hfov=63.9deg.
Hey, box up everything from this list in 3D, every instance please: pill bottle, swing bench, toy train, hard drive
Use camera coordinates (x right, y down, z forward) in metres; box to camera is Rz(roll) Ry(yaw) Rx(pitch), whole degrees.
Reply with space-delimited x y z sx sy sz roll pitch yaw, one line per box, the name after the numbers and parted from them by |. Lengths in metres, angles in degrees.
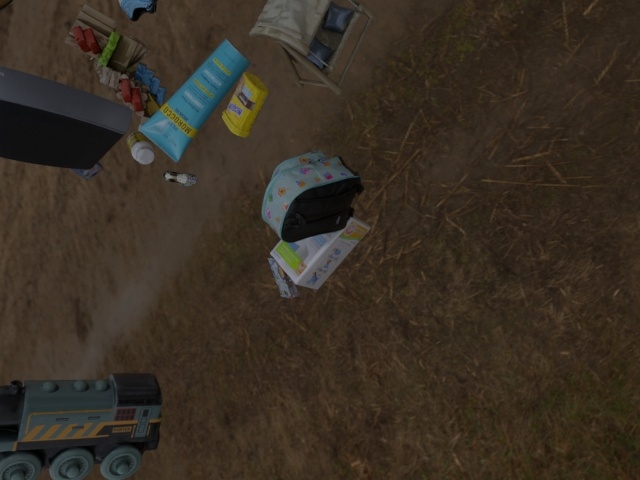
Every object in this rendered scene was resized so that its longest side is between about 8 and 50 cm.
-0.518 -0.265 1.485 0.116 0.065 0.065 48 132 46 | pill bottle
-0.013 -0.566 1.339 0.165 0.254 0.253 19 81 34 | swing bench
-0.461 0.346 0.969 0.142 0.333 0.190 35 111 55 | toy train
-0.452 -0.186 0.822 0.172 0.254 0.054 -30 67 32 | hard drive

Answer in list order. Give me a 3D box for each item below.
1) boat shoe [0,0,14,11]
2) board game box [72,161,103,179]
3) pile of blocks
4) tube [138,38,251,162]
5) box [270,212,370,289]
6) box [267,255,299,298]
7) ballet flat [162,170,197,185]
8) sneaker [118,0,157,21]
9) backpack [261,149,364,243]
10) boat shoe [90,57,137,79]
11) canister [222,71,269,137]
-0.776 -0.493 1.014 0.500 0.156 0.187 16 155 36 | boat shoe
-0.673 -0.268 1.316 0.194 0.060 0.194 54 178 6 | board game box
-0.483 -0.418 1.299 0.362 0.149 0.113 53 -177 -29 | pile of blocks
-0.199 -0.229 0.831 0.080 0.052 0.207 43 102 -5 | tube
0.000 0.000 1.207 0.203 0.103 0.114 -49 60 11 | box
-0.118 0.115 1.623 0.094 0.027 0.137 2 113 62 | box
-0.411 -0.180 1.482 0.114 0.041 0.041 11 109 24 | ballet flat
-0.404 -0.584 1.237 0.162 0.063 0.073 -25 86 17 | sneaker
-0.029 -0.086 1.038 0.144 0.188 0.166 44 139 23 | backpack
-0.604 -0.519 1.497 0.285 0.104 0.089 28 153 51 | boat shoe
-0.244 -0.442 1.668 0.170 0.073 0.126 -56 49 28 | canister
